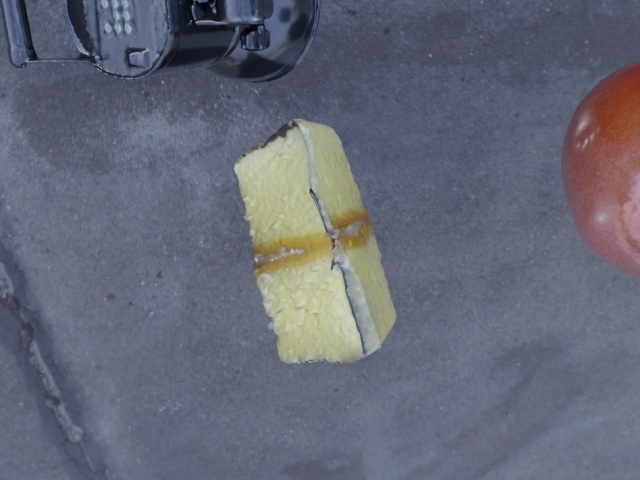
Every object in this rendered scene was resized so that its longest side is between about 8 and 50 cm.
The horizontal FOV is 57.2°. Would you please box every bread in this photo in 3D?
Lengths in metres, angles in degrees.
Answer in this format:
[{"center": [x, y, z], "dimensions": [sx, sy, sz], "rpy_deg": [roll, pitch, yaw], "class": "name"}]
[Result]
[{"center": [0.000, 0.000, 0.666], "dimensions": [0.141, 0.178, 0.266], "rpy_deg": [-18, 91, -21], "class": "bread"}]

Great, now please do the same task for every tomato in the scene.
[{"center": [0.490, -0.077, 0.825], "dimensions": [0.341, 0.342, 0.273], "rpy_deg": [9, 148, -22], "class": "tomato"}]

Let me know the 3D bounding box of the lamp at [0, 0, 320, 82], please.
[{"center": [-0.102, -0.186, 0.467], "dimensions": [0.171, 0.227, 0.147], "rpy_deg": [10, 115, 19], "class": "lamp"}]
